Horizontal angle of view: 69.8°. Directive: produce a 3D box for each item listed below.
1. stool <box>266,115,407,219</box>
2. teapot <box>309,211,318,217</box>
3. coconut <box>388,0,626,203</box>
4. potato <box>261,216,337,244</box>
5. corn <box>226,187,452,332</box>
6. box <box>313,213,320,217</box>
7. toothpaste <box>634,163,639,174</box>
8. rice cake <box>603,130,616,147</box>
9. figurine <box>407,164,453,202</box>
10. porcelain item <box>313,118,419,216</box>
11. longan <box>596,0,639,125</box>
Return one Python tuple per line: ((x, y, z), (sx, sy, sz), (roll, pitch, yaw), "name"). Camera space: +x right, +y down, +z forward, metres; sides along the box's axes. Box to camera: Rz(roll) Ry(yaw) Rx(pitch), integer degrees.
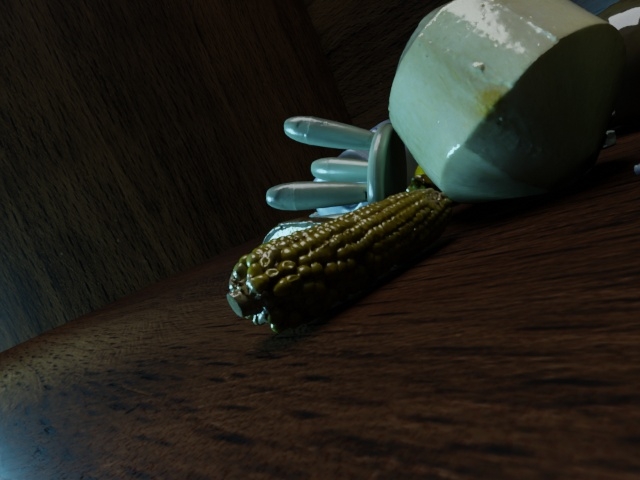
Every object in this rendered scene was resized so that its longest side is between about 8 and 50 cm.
((0.040, -0.106, 0.814), (0.199, 0.195, 0.195), (5, -21, 23), "stool")
((-0.008, -0.060, 1.472), (0.064, 0.064, 0.083), (-19, 7, 36), "teapot")
((0.264, -0.199, 0.663), (0.323, 0.322, 0.323), (-22, 6, 2), "coconut")
((0.001, -0.002, 0.745), (0.261, 0.100, 0.120), (-17, 8, 40), "potato")
((0.036, 0.011, 0.527), (0.320, 0.096, 0.097), (-24, 6, -34), "corn")
((0.168, -0.122, 1.370), (0.344, 0.065, 0.200), (-26, 7, -34), "box")
((0.389, -0.087, 0.423), (0.045, 0.028, 0.170), (-18, 4, -41), "toothpaste")
((0.504, -0.189, 0.895), (0.042, 0.030, 0.180), (-17, 6, 2), "rice cake")
((0.292, -0.144, 0.911), (0.234, 0.127, 0.185), (-13, 3, -44), "figurine")
((0.153, -0.166, 1.104), (0.243, 0.178, 0.405), (-40, -2, 37), "porcelain item")
((0.619, -0.348, 0.906), (0.258, 0.257, 0.258), (-22, 6, 2), "longan")
